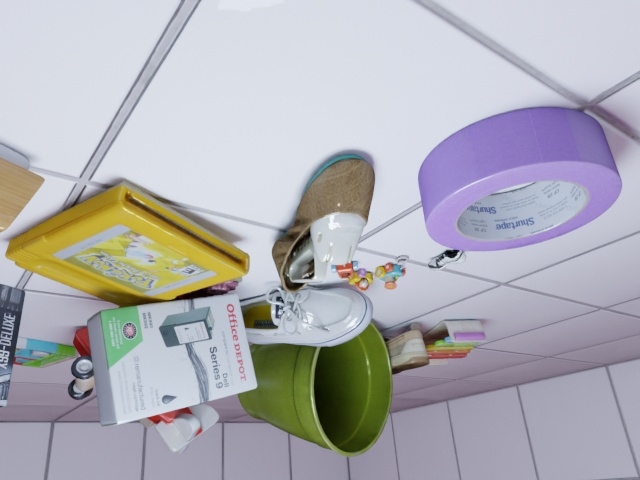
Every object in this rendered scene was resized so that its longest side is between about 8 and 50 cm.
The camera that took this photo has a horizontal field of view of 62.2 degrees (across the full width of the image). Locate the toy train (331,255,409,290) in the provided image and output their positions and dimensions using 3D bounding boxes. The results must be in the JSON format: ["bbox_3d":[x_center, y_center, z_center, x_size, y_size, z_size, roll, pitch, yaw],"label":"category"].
[{"bbox_3d":[0.108,0.076,1.145,0.166,0.046,0.125,-5,155,2],"label":"toy train"}]

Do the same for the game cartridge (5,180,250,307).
[{"bbox_3d":[-0.336,0.033,0.932,0.324,0.052,0.285,-20,145,29],"label":"game cartridge"}]

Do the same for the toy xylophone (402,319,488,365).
[{"bbox_3d":[0.375,0.323,1.682,0.236,0.081,0.322,-2,155,-4],"label":"toy xylophone"}]

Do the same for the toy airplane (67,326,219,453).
[{"bbox_3d":[-0.425,0.365,1.398,0.386,0.272,0.384,-5,122,29],"label":"toy airplane"}]

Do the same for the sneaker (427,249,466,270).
[{"bbox_3d":[0.261,0.036,1.113,0.083,0.032,0.037,-22,137,23],"label":"sneaker"}]

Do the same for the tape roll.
[{"bbox_3d":[0.290,-0.078,0.798,0.275,0.090,0.275,-3,155,-1],"label":"tape roll"}]

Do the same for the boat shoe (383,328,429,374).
[{"bbox_3d":[0.207,0.358,1.659,0.122,0.110,0.341,10,155,-34],"label":"boat shoe"}]

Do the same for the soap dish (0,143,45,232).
[{"bbox_3d":[-0.531,-0.073,0.626,0.229,0.118,0.291,-17,153,25],"label":"soap dish"}]

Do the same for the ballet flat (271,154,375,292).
[{"bbox_3d":[0.000,0.000,0.870,0.116,0.124,0.342,6,153,-24],"label":"ballet flat"}]

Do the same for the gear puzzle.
[{"bbox_3d":[-0.345,0.129,1.178,0.339,0.044,0.175,-23,150,34],"label":"gear puzzle"}]

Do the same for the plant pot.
[{"bbox_3d":[-0.040,0.401,1.515,0.353,0.366,0.366,-10,157,39],"label":"plant pot"}]

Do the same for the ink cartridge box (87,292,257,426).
[{"bbox_3d":[-0.294,0.230,1.069,0.289,0.211,0.121,-5,165,-38],"label":"ink cartridge box"}]

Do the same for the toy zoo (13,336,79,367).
[{"bbox_3d":[-0.867,0.310,1.491,0.192,0.030,0.293,-20,151,30],"label":"toy zoo"}]

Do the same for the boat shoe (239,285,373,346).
[{"bbox_3d":[-0.070,0.162,1.220,0.367,0.136,0.156,-8,154,29],"label":"boat shoe"}]

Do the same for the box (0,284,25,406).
[{"bbox_3d":[-0.767,0.244,1.118,0.307,0.242,0.076,-16,153,25],"label":"box"}]
